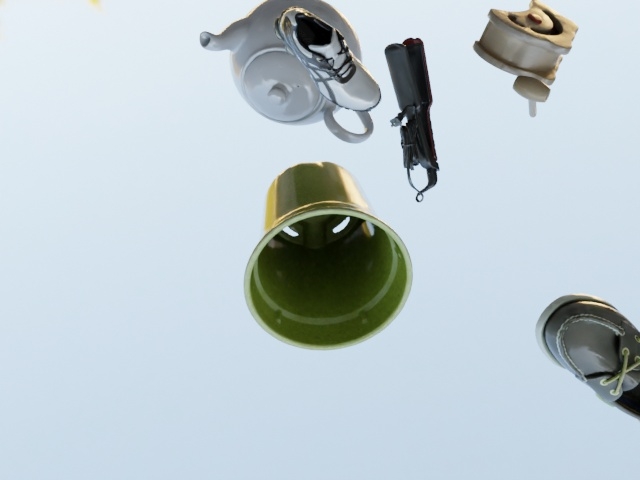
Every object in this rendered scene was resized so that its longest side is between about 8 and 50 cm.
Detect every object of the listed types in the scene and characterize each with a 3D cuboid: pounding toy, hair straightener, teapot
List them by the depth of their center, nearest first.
[{"bbox_3d":[0.118,-0.162,1.837,0.047,0.230,0.089,6,-161,42],"label":"hair straightener"},{"bbox_3d":[0.340,-0.316,2.305,0.154,0.154,0.269,27,-150,4],"label":"pounding toy"},{"bbox_3d":[-0.048,-0.290,2.308,0.256,0.252,0.187,-3,-144,16],"label":"teapot"}]

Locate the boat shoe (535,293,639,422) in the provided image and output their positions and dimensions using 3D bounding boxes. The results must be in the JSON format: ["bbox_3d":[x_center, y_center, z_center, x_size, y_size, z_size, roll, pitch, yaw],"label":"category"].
[{"bbox_3d":[0.398,0.164,1.753,0.109,0.305,0.091,-51,-140,7],"label":"boat shoe"}]

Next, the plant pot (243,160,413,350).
[{"bbox_3d":[0.000,0.000,2.233,0.276,0.276,0.254,-11,-146,0],"label":"plant pot"}]

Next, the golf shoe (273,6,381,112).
[{"bbox_3d":[0.015,-0.260,1.930,0.077,0.198,0.094,-51,-168,-7],"label":"golf shoe"}]
